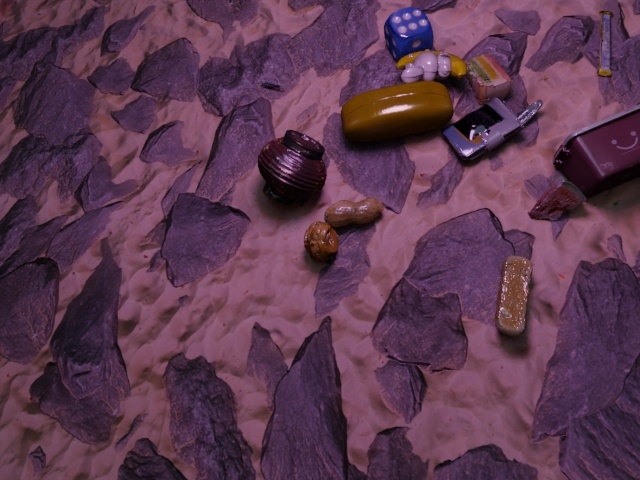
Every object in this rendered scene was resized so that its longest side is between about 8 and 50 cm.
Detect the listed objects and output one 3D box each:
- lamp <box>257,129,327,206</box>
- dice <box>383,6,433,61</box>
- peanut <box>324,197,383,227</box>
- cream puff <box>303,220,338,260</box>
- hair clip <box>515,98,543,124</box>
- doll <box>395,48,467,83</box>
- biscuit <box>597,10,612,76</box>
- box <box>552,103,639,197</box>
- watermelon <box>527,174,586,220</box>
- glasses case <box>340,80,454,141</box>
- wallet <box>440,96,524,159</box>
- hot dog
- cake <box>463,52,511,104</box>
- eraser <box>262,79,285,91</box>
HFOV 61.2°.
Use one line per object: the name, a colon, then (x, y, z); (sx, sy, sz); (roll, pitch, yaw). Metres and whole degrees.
lamp: (-0.092, -0.228, 1.746); (0.247, 0.247, 0.247); (-4, 64, 8)
dice: (0.317, -0.739, 1.955); (0.143, 0.146, 0.146); (-23, 67, -4)
peanut: (0.106, -0.092, 1.721); (0.193, 0.089, 0.089); (-6, 64, 2)
cream puff: (0.000, 0.000, 1.680); (0.104, 0.119, 0.133); (-15, 34, 22)
hair clip: (0.637, -0.387, 1.789); (0.229, 0.036, 0.066); (-36, 58, 4)
doll: (0.376, -0.592, 1.859); (0.237, 0.111, 0.252); (2, 34, -5)
biscuit: (0.991, -0.689, 1.879); (0.048, 0.026, 0.292); (10, 68, 10)
box: (0.874, -0.260, 1.614); (0.294, 0.193, 0.167); (-22, 72, -2)
watermelon: (0.717, -0.121, 1.617); (0.098, 0.121, 0.158); (42, 81, 2)
glasses case: (0.254, -0.419, 1.795); (0.371, 0.173, 0.141); (-10, 68, 5)
wallet: (0.526, -0.367, 1.764); (0.231, 0.069, 0.170); (-30, 56, 4)
hot dog: (0.544, 0.159, 1.530); (0.084, 0.073, 0.242); (11, 65, 10)
cake: (0.575, -0.563, 1.885); (0.109, 0.090, 0.225); (-17, 45, 4)
eraser: (-0.177, -0.579, 2.027); (0.099, 0.027, 0.019); (16, 61, 16)
